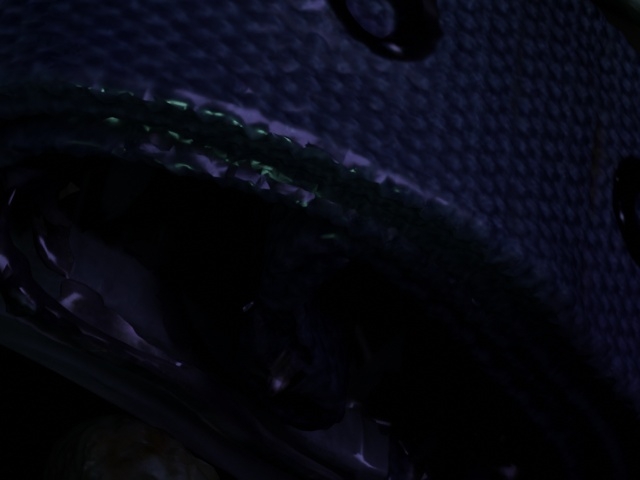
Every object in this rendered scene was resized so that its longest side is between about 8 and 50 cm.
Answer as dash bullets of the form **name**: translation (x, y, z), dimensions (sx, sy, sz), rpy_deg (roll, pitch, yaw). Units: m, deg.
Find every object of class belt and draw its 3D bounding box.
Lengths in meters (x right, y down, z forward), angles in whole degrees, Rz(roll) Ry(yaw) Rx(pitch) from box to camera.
- **belt**: translation (0.000, 0.000, 0.473), dimensions (0.230, 0.140, 0.126), rpy_deg (34, 48, -34)

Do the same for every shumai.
- **shumai**: translation (-0.024, 0.083, 0.442), dimensions (0.080, 0.083, 0.082), rpy_deg (7, 98, -18)

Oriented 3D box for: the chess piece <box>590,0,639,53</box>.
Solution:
- **chess piece**: translation (0.129, -0.094, 0.629), dimensions (0.133, 0.133, 0.243), rpy_deg (47, 51, -10)
